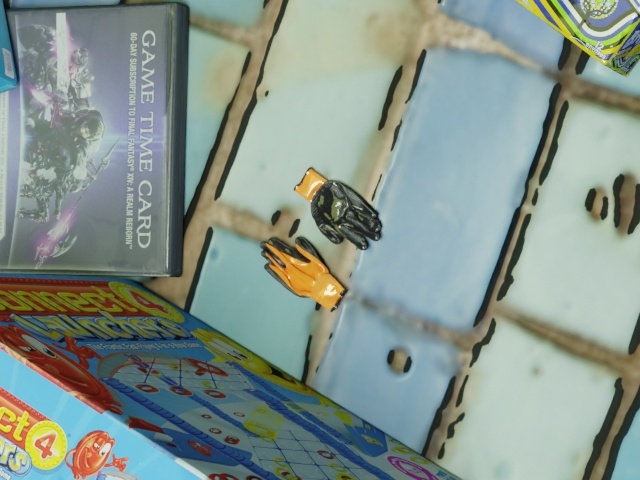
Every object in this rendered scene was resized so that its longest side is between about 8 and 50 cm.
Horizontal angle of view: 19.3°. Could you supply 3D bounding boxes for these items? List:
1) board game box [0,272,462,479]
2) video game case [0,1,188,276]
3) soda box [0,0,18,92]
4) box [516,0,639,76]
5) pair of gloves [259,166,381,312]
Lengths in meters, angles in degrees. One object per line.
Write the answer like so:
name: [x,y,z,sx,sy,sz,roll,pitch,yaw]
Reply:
board game box: [-0.091,0.127,1.169,0.302,0.308,0.086,30,99,21]
video game case: [-0.225,-0.073,1.388,0.274,0.026,0.196,1,89,23]
soda box: [-0.283,-0.203,1.375,0.071,0.067,0.210,-19,70,20]
box: [0.140,-0.177,1.212,0.169,0.059,0.054,39,101,20]
pair of gloves: [0.000,0.000,1.295,0.074,0.010,0.083,36,99,22]
